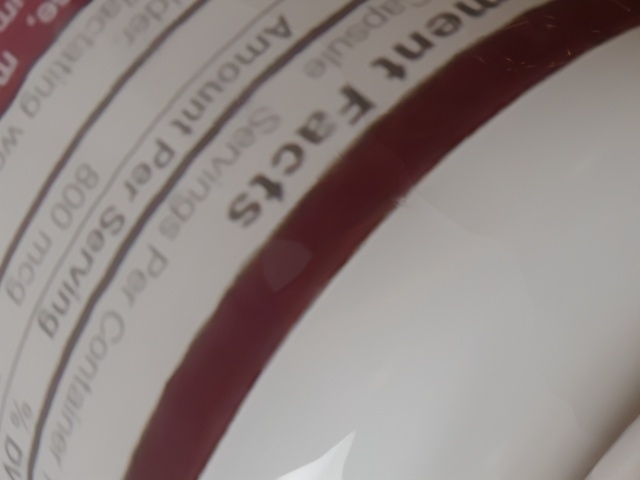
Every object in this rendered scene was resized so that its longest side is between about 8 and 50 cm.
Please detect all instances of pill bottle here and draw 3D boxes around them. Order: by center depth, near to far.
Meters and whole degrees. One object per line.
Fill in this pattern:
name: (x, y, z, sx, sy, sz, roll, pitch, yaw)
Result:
pill bottle: (0.000, 0.000, 0.458, 0.392, 0.224, 0.224, 41, 179, 33)
